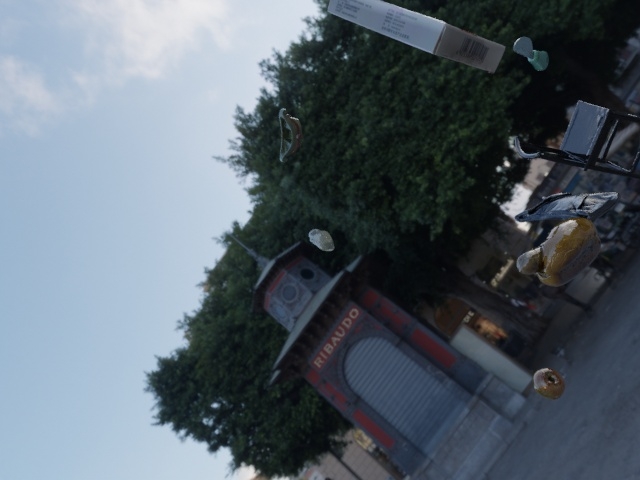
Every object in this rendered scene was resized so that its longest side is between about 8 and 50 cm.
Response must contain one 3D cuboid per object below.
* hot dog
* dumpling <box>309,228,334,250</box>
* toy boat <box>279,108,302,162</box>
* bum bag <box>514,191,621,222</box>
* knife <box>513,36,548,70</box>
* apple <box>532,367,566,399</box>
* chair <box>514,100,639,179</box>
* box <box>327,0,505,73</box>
[{"bbox_3d":[0.345,0.019,0.686,0.140,0.060,0.090,-37,-49,-20],"label":"hot dog"},{"bbox_3d":[0.000,0.002,1.299,0.057,0.052,0.076,-30,-26,28],"label":"dumpling"},{"bbox_3d":[-0.105,-0.359,1.624,0.071,0.089,0.185,-17,-54,-29],"label":"toy boat"},{"bbox_3d":[0.605,-0.080,1.181,0.123,0.060,0.248,-31,16,-18],"label":"bum bag"},{"bbox_3d":[0.591,-0.532,1.339,0.260,0.034,0.063,-5,-79,-50],"label":"knife"},{"bbox_3d":[0.614,0.387,1.283,0.084,0.084,0.071,-39,-30,-32],"label":"apple"},{"bbox_3d":[0.599,-0.233,1.074,0.154,0.260,0.141,-85,6,-67],"label":"chair"},{"bbox_3d":[0.201,-0.468,1.051,0.214,0.353,0.069,-4,-57,-39],"label":"box"}]
